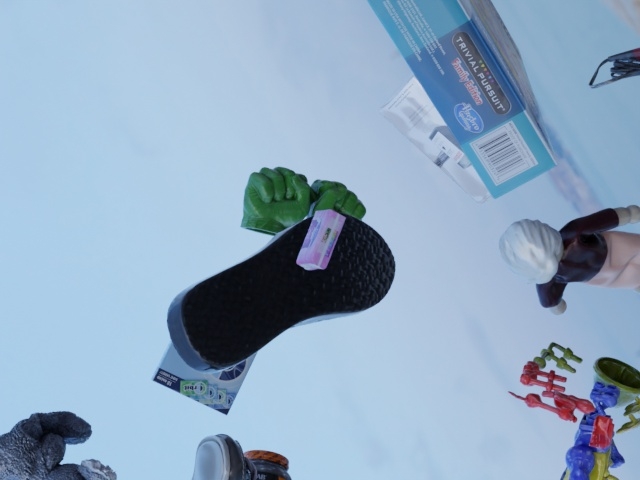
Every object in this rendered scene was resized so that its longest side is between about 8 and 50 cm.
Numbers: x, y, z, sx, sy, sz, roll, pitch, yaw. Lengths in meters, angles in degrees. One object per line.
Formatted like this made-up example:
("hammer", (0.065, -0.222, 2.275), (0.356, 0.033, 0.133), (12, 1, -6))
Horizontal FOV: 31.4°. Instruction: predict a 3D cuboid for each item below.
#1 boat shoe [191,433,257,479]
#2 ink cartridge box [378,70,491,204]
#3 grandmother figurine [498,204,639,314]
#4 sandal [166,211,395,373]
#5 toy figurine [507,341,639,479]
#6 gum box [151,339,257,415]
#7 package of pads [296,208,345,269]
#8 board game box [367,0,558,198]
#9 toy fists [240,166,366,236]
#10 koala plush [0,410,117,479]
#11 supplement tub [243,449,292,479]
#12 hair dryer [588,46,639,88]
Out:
("boat shoe", (-0.138, 0.368, 1.689), (0.335, 0.096, 0.112), (117, 147, -55))
("ink cartridge box", (0.215, -0.180, 1.772), (0.218, 0.092, 0.158), (44, -148, -5))
("grandmother figurine", (0.391, 0.025, 1.692), (0.342, 0.207, 0.104), (8, -157, -42))
("sandal", (-0.063, 0.071, 1.720), (0.446, 0.107, 0.167), (-20, -92, -42))
("toy figurine", (0.383, 0.310, 1.727), (0.362, 0.191, 0.217), (-23, -56, -70))
("gum box", (-0.208, 0.214, 2.151), (0.157, 0.184, 0.041), (27, 170, -11))
("package of pads", (0.000, 0.000, 1.569), (0.032, 0.083, 0.050), (27, 165, -25))
("board game box", (0.145, -0.234, 1.239), (0.253, 0.079, 0.336), (54, -161, -24))
("toy fists", (-0.031, -0.069, 2.336), (0.279, 0.142, 0.096), (13, 173, -27))
("koala plush", (-0.471, 0.432, 2.022), (0.221, 0.196, 0.203), (33, -177, 26))
("supplement tub", (-0.113, 0.483, 2.051), (0.117, 0.117, 0.190), (45, -137, -45))
("hair dryer", (0.625, -0.339, 1.984), (0.223, 0.293, 0.080), (50, 179, 43))
